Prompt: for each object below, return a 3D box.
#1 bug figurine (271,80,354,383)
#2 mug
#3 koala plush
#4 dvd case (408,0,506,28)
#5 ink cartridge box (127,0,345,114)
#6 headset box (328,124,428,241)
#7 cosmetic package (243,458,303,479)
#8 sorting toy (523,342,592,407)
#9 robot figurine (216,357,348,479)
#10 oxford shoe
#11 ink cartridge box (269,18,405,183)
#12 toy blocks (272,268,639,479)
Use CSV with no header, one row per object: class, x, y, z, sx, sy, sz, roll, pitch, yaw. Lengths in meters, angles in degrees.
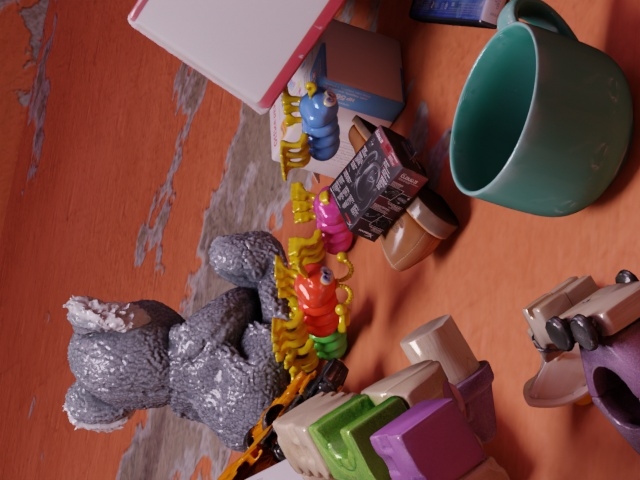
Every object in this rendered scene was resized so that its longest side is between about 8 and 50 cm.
bug figurine,0.000,0.000,1.586,0.216,0.072,0.279,83,-173,-58
mug,0.170,-0.095,1.250,0.129,0.097,0.158,-162,88,-71
koala plush,-0.146,0.114,1.705,0.203,0.221,0.196,-99,16,-47
dvd case,0.154,-0.317,1.566,0.180,0.022,0.253,-153,79,-71
ink cartridge box,-0.033,-0.322,1.678,0.279,0.160,0.385,-55,10,17
headset box,0.050,-0.051,1.455,0.083,0.032,0.062,-50,39,21
cosmetic package,0.006,0.216,1.286,0.117,0.231,0.085,-119,5,-63
sorting toy,0.174,0.068,1.207,0.075,0.044,0.083,-98,29,-62
robot figurine,-0.057,0.231,1.503,0.291,0.085,0.211,-52,2,-41
oxford shoe,0.053,-0.046,1.535,0.076,0.076,0.212,-50,27,17
ink cartridge box,0.011,-0.132,1.710,0.143,0.090,0.092,126,152,-42
toy blocks,0.093,0.211,1.079,0.260,0.309,0.288,60,161,-5
